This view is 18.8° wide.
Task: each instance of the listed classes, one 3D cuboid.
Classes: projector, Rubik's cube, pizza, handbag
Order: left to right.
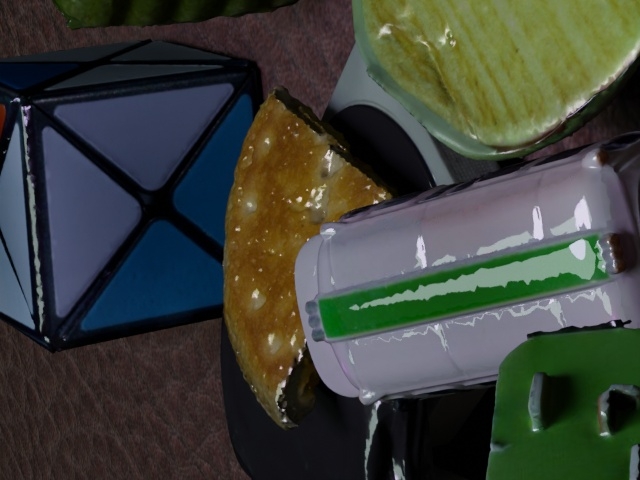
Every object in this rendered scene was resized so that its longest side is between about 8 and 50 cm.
[{"bbox_3d":[-0.208,-0.053,1.870,0.250,0.246,0.248,21,119,60],"label":"Rubik's cube"},{"bbox_3d":[0.000,0.000,1.465,0.197,0.058,0.292,-28,55,39],"label":"pizza"},{"bbox_3d":[0.005,0.148,1.545,0.332,0.075,0.191,22,118,61],"label":"handbag"},{"bbox_3d":[0.075,0.000,1.516,0.257,0.079,0.259,65,150,26],"label":"projector"}]

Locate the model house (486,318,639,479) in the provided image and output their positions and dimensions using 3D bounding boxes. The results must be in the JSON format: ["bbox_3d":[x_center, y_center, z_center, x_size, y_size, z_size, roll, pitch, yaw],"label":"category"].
[{"bbox_3d":[0.251,0.256,0.953,0.340,0.300,0.323,-78,-22,-47],"label":"model house"}]

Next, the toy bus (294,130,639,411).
[{"bbox_3d":[0.128,0.022,1.233,0.305,0.179,0.143,-14,89,44],"label":"toy bus"}]

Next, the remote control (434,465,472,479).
[{"bbox_3d":[0.093,0.211,1.554,0.230,0.090,0.049,11,106,63],"label":"remote control"}]

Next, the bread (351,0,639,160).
[{"bbox_3d":[0.133,-0.201,1.268,0.301,0.045,0.301,-12,73,45],"label":"bread"}]

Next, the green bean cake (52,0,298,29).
[{"bbox_3d":[-0.137,-0.308,1.627,0.250,0.247,0.156,60,149,34],"label":"green bean cake"}]
